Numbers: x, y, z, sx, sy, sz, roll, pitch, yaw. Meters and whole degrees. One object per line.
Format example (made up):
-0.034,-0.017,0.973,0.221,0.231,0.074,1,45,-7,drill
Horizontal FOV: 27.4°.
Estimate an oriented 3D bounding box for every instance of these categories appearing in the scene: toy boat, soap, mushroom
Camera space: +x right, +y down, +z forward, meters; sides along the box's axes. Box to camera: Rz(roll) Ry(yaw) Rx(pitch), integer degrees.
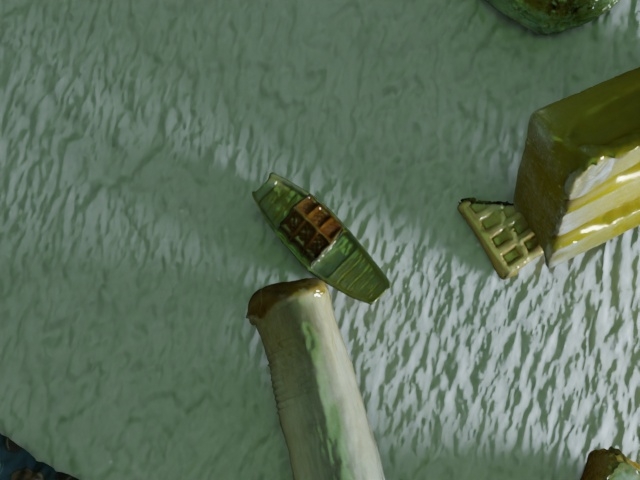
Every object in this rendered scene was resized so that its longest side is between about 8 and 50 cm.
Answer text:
0.000,0.000,1.354,0.172,0.066,0.065,44,77,6,toy boat
0.351,-0.107,1.310,0.315,0.199,0.091,-24,63,-10,soap
0.010,0.197,1.283,0.095,0.122,0.351,-14,72,-19,mushroom

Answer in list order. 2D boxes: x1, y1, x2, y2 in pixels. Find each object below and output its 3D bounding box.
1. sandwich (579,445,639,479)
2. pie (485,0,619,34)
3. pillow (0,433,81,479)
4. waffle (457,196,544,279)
0.307,0.380,1.268,0.249,0.095,0.273,33,78,2,sandwich
0.250,-0.316,1.441,0.187,0.041,0.186,1,77,-3,pie
-0.369,0.229,1.236,0.256,0.034,0.189,29,37,0,pillow
0.232,-0.033,1.389,0.153,0.023,0.097,-28,81,-6,waffle
